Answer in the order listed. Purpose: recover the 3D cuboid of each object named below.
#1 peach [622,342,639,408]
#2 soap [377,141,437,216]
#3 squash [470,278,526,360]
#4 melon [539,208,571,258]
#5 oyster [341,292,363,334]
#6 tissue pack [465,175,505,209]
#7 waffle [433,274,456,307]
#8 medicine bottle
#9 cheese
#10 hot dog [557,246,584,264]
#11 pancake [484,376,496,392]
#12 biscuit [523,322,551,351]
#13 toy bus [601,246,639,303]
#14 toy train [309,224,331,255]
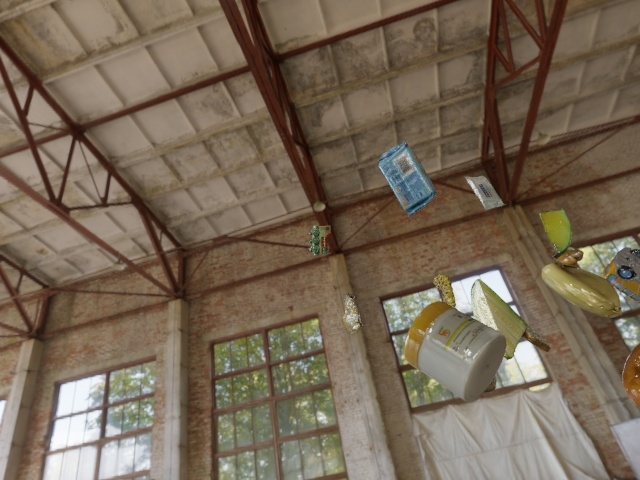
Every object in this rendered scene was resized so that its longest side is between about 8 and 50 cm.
[{"bbox_3d":[1.261,0.491,1.404,0.301,0.343,0.343,29,-33,13],"label":"peach"},{"bbox_3d":[0.362,-0.261,1.708,0.156,0.293,0.077,-32,-8,29],"label":"soap"},{"bbox_3d":[0.705,0.335,1.725,0.203,0.288,0.111,-47,-2,-28],"label":"squash"},{"bbox_3d":[0.836,-0.031,1.449,0.114,0.262,0.053,24,-45,3],"label":"melon"},{"bbox_3d":[0.123,0.299,1.632,0.081,0.163,0.191,-12,7,-9],"label":"oyster"},{"bbox_3d":[0.765,-0.226,1.903,0.122,0.193,0.026,-8,-33,-25],"label":"tissue pack"},{"bbox_3d":[0.617,0.261,2.010,0.051,0.194,0.149,-12,-9,-6],"label":"waffle"},{"bbox_3d":[0.427,0.345,1.300,0.238,0.232,0.238,-21,-57,-36],"label":"medicine bottle"},{"bbox_3d":[1.140,0.217,1.758,0.259,0.316,0.128,-1,-62,-23],"label":"cheese"},{"bbox_3d":[1.053,0.065,1.722,0.090,0.060,0.140,-31,7,9],"label":"hot dog"},{"bbox_3d":[0.553,0.469,1.578,0.294,0.294,0.049,12,-66,-32],"label":"pancake"},{"bbox_3d":[0.955,0.427,1.871,0.047,0.183,0.320,-51,-9,15],"label":"biscuit"},{"bbox_3d":[1.137,0.135,1.468,0.126,0.209,0.136,-41,-21,-26],"label":"toy bus"},{"bbox_3d":[0.000,0.000,2.302,0.118,0.176,0.074,-1,-5,-12],"label":"toy train"}]
